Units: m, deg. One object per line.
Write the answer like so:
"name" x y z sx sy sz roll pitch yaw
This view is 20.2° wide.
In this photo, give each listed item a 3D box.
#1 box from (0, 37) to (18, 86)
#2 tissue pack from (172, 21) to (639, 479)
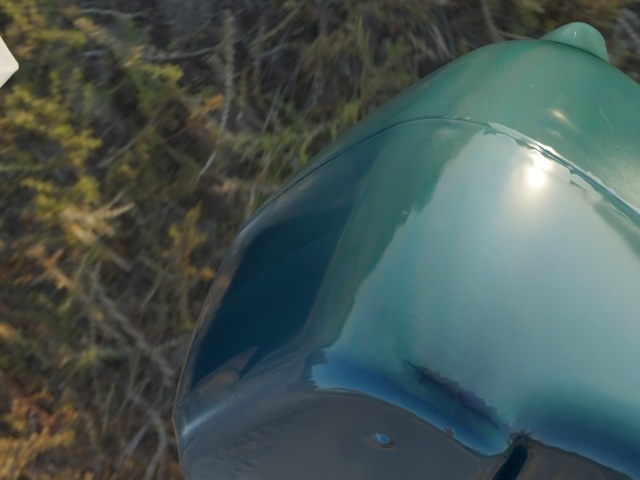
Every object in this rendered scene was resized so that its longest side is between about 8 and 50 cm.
"box" -0.366 -0.142 1.003 0.143 0.341 0.225 -52 130 -28
"tissue pack" 0.103 0.062 0.696 0.287 0.206 0.198 39 143 -15
